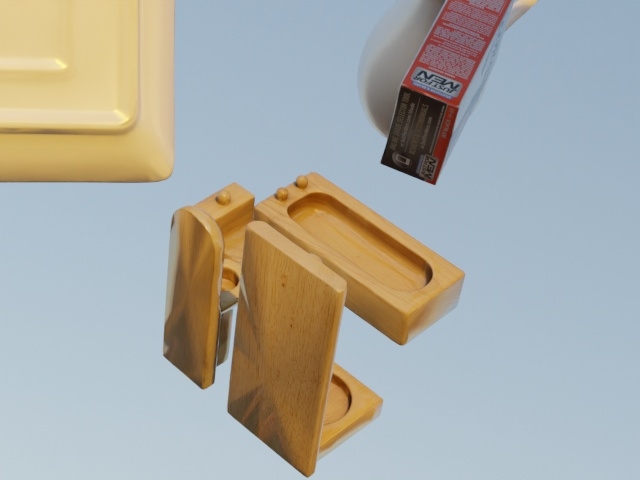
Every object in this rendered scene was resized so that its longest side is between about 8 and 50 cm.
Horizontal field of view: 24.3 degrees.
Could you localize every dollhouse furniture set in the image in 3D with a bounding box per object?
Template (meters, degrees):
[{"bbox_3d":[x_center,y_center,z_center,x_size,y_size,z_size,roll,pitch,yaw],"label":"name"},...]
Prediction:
[{"bbox_3d":[0.000,0.000,0.748,0.144,0.151,0.123,35,-42,28],"label":"dollhouse furniture set"}]

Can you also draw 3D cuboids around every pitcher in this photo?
[{"bbox_3d":[0.133,-0.195,1.439,0.178,0.125,0.207,-11,-36,-28],"label":"pitcher"}]

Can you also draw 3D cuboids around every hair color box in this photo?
[{"bbox_3d":[0.107,-0.136,1.210,0.053,0.167,0.093,23,-40,8],"label":"hair color box"}]

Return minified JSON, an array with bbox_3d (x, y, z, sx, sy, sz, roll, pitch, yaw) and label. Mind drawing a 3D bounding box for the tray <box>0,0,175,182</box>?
[{"bbox_3d":[-0.188,-0.096,0.644,0.270,0.145,0.030,-1,6,-23],"label":"tray"}]
